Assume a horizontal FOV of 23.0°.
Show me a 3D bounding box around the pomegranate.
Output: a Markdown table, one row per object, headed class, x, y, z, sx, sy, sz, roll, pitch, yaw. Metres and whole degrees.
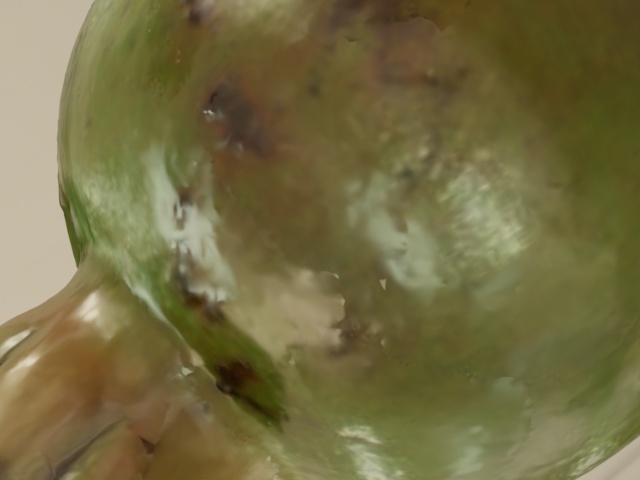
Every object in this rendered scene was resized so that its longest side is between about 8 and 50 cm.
| class | x | y | z | sx | sy | sz | roll | pitch | yaw |
| --- | --- | --- | --- | --- | --- | --- | --- | --- | --- |
| pomegranate | 0.001 | -0.015 | 0.412 | 0.159 | 0.240 | 0.190 | 145 | 114 | -76 |
